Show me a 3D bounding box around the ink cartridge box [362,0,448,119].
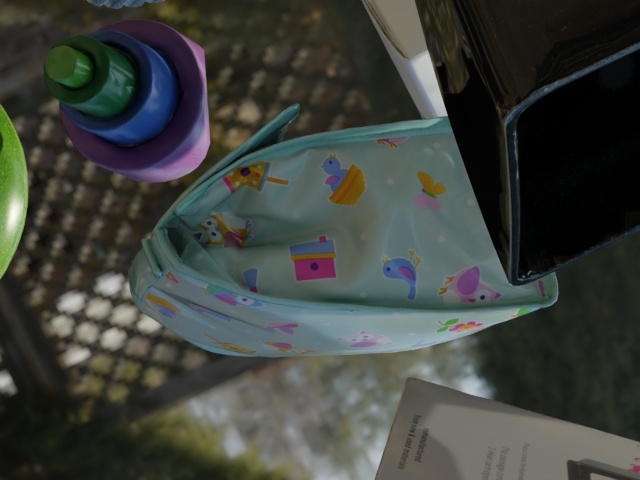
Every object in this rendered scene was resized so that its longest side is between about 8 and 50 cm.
[{"bbox_3d":[0.176,-0.153,1.567,0.207,0.117,0.283,-30,142,4],"label":"ink cartridge box"}]

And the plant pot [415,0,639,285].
[{"bbox_3d":[0.110,-0.119,0.621,0.188,0.167,0.187,-25,162,-2],"label":"plant pot"}]

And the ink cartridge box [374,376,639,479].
[{"bbox_3d":[0.138,0.223,0.935,0.270,0.198,0.197,16,-162,4],"label":"ink cartridge box"}]

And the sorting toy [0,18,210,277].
[{"bbox_3d":[-0.226,-0.018,0.780,0.365,0.127,0.126,-18,169,13],"label":"sorting toy"}]

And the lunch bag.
[{"bbox_3d":[0.000,0.000,1.276,0.262,0.160,0.223,-4,173,-12],"label":"lunch bag"}]

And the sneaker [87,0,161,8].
[{"bbox_3d":[-0.192,-0.250,1.379,0.281,0.115,0.105,3,152,-29],"label":"sneaker"}]
